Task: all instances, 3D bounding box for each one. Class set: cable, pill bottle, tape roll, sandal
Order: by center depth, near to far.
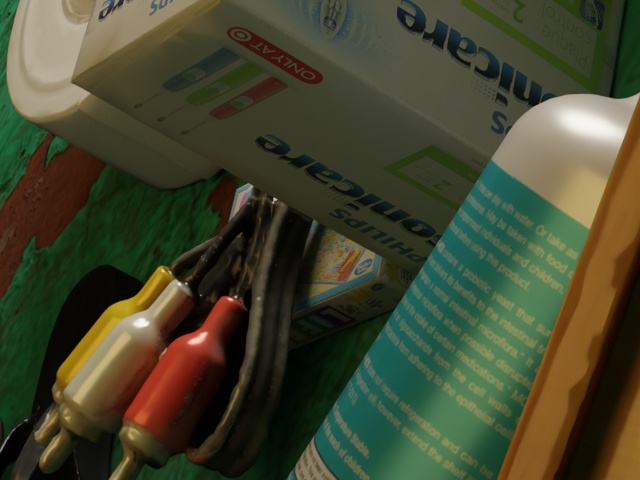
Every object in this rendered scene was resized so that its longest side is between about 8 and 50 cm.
[{"bbox_3d":[0.093,0.052,0.683,0.264,0.146,0.146,-58,28,8],"label":"pill bottle"},{"bbox_3d":[-0.041,0.000,0.975,0.139,0.072,0.287,22,84,56],"label":"cable"},{"bbox_3d":[-0.161,0.125,1.138,0.097,0.054,0.254,-33,39,42],"label":"sandal"},{"bbox_3d":[-0.079,-0.177,1.231,0.286,0.100,0.286,-39,35,35],"label":"tape roll"}]

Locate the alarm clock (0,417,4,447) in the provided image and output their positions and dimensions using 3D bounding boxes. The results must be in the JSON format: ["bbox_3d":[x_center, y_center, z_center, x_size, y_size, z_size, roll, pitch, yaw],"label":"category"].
[{"bbox_3d":[-0.241,0.150,1.221,0.192,0.064,0.129,-90,25,-56],"label":"alarm clock"}]

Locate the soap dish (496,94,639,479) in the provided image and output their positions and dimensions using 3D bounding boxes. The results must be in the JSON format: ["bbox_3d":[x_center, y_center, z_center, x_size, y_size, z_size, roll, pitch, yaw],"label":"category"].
[{"bbox_3d":[0.181,0.053,0.472,0.291,0.118,0.229,14,76,38],"label":"soap dish"}]

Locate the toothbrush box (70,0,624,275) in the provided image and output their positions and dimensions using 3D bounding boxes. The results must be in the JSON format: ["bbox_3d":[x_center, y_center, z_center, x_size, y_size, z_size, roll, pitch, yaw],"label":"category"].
[{"bbox_3d":[0.033,-0.158,0.912,0.122,0.206,0.283,-22,46,50],"label":"toothbrush box"}]

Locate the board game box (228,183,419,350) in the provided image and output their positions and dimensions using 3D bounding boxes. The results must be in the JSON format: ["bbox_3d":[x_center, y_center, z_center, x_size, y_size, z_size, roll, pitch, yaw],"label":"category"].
[{"bbox_3d":[0.000,0.000,1.014,0.154,0.026,0.103,-24,45,49],"label":"board game box"}]
